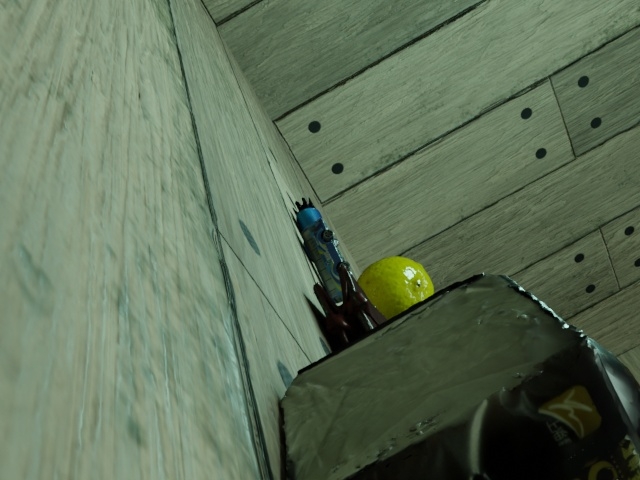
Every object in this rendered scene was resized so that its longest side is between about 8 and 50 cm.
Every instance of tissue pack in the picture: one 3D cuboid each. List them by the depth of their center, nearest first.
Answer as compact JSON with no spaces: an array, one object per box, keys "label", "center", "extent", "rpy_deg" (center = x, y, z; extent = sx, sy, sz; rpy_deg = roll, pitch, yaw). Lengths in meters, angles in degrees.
[{"label":"tissue pack","center":[0.145,0.235,0.552],"extent":[0.370,0.210,0.198],"rpy_deg":[59,-2,-14]}]

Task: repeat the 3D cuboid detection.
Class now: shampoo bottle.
[{"label":"shampoo bottle","center":[0.000,0.000,1.495],"extent":[0.183,0.050,0.087],"rpy_deg":[62,7,22]}]

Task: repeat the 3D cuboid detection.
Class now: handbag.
[{"label":"handbag","center":[0.094,0.189,1.095],"extent":[0.260,0.084,0.275],"rpy_deg":[63,5,27]}]

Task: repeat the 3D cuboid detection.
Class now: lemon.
[{"label":"lemon","center":[0.160,0.129,1.734],"extent":[0.178,0.203,0.178],"rpy_deg":[17,55,-27]}]

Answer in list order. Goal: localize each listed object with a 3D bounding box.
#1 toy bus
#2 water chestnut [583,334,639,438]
[{"label":"toy bus","center":[0.016,0.036,1.365],"extent":[0.153,0.061,0.051],"rpy_deg":[64,3,25]},{"label":"water chestnut","center":[0.171,0.209,0.777],"extent":[0.300,0.300,0.300],"rpy_deg":[60,4,-6]}]
